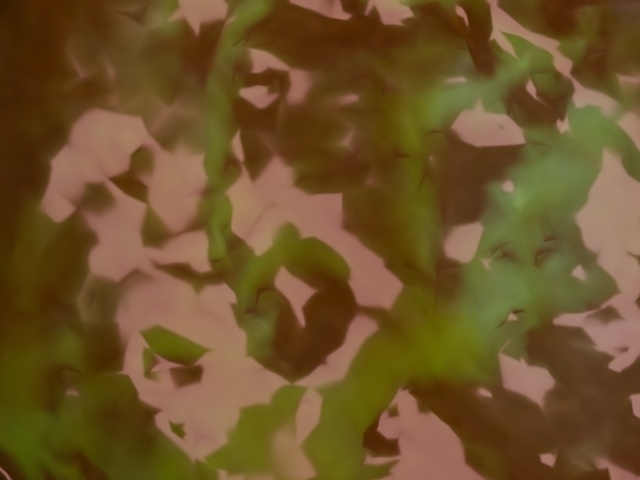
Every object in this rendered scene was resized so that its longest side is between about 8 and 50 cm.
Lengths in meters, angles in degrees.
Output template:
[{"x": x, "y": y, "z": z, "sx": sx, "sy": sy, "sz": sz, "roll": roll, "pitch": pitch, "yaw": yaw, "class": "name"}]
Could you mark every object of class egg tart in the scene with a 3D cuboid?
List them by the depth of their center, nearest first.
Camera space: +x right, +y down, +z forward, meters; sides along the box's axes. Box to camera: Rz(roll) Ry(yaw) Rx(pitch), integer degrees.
[{"x": 0.000, "y": 0.000, "z": 0.473, "sx": 0.443, "sy": 0.178, "sz": 0.443, "roll": 4, "pitch": 70, "yaw": -12, "class": "egg tart"}]
